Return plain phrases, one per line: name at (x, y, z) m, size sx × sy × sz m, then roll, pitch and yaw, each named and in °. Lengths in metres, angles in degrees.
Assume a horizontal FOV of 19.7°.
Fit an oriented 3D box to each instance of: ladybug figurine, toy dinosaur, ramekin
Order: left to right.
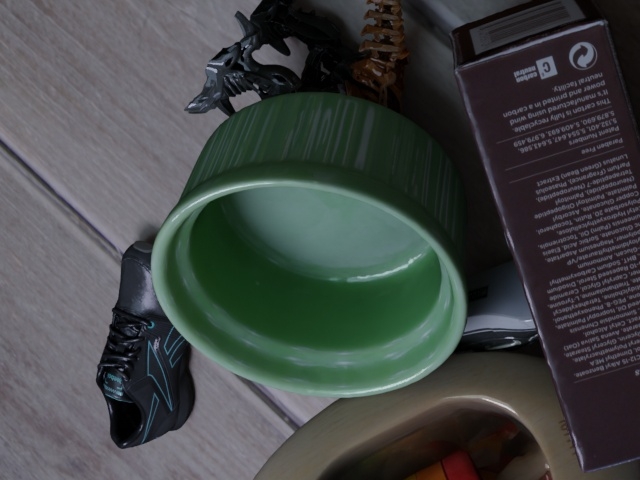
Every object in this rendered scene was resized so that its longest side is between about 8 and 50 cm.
ramekin at (0.000, 0.000, 1.774) m, size 0.303 × 0.148 × 0.303 m, roll 7°, pitch 137°, yaw 7°
toy dinosaur at (0.010, -0.150, 1.822) m, size 0.218 × 0.164 × 0.322 m, roll 31°, pitch 115°, yaw 5°
ladybug figurine at (0.111, 0.287, 1.838) m, size 0.449 × 0.162 × 0.305 m, roll -25°, pitch 69°, yaw 9°

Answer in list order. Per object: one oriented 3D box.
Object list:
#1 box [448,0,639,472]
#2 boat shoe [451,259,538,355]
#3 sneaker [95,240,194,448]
box at (0.231, -0.013, 1.616) m, size 0.143 × 0.191 × 0.381 m, roll -19°, pitch 104°, yaw 7°
boat shoe at (0.187, 0.069, 1.824) m, size 0.219 × 0.077 × 0.070 m, roll -11°, pitch 140°, yaw 39°
sneaker at (-0.209, 0.130, 2.178) m, size 0.101 × 0.106 × 0.267 m, roll 18°, pitch 124°, yaw 35°
